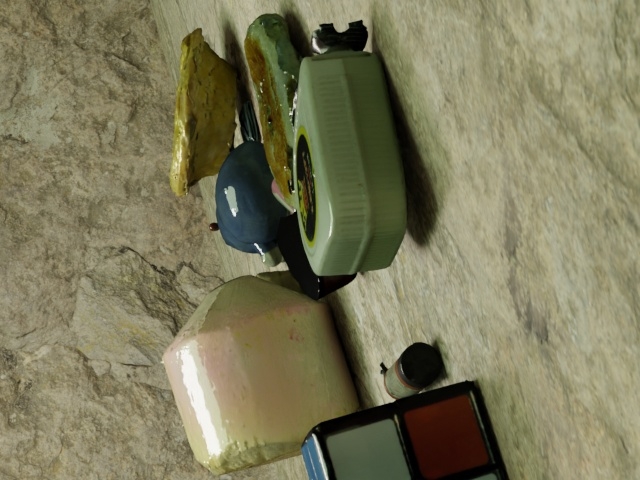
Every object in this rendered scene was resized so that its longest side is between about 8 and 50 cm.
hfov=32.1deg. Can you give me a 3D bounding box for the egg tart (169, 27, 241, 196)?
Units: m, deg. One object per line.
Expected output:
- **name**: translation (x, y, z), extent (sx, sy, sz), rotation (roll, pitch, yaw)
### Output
- **egg tart**: translation (-0.232, -0.258, 2.253), extent (0.345, 0.132, 0.346), rotation (-177, 90, -83)

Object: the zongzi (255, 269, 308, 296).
- **zongzi**: translation (-0.058, 0.177, 2.123), extent (0.256, 0.114, 0.228), rotation (72, -174, -80)

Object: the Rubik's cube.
- **Rubik's cube**: translation (0.089, 0.263, 1.169), extent (0.167, 0.180, 0.184), rotation (112, 145, -75)

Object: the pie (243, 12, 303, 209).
- **pie**: translation (-0.048, -0.186, 1.624), extent (0.302, 0.066, 0.303), rotation (166, 90, -80)

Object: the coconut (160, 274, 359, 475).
- **coconut**: translation (-0.103, 0.210, 1.837), extent (0.297, 0.297, 0.310), rotation (112, 142, -74)

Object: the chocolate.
- **chocolate**: translation (0.000, 0.000, 1.571), extent (0.149, 0.080, 0.125), rotation (-131, 33, -52)

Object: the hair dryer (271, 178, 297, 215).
- **hair dryer**: translation (-0.026, -0.031, 1.816), extent (0.106, 0.054, 0.154), rotation (55, 167, 53)

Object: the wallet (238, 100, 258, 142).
- **wallet**: translation (-0.145, -0.221, 2.223), extent (0.129, 0.026, 0.088), rotation (140, 116, -80)

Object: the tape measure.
- **tape measure**: translation (0.032, -0.085, 1.220), extent (0.207, 0.115, 0.235), rotation (100, 162, -66)

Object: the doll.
- **doll**: translation (-0.117, -0.073, 1.995), extent (0.258, 0.153, 0.228), rotation (121, 138, -67)

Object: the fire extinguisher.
- **fire extinguisher**: translation (0.102, 0.158, 1.322), extent (0.062, 0.050, 0.177), rotation (47, 164, 8)
